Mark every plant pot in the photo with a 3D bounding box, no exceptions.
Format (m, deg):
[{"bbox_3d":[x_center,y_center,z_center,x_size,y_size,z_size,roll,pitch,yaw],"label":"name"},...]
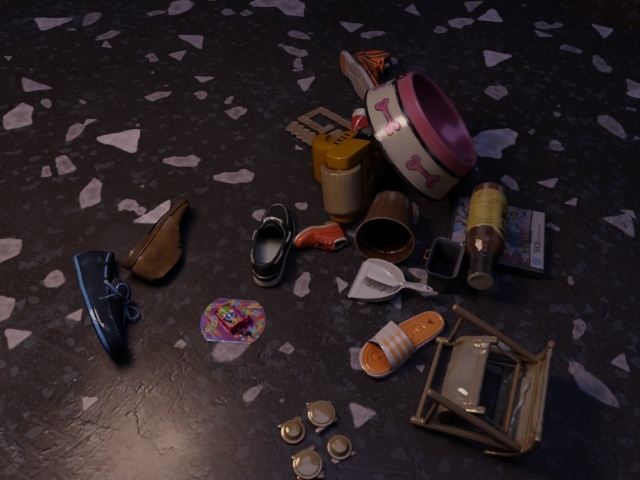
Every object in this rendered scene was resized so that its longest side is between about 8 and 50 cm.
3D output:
[{"bbox_3d":[0.193,-0.048,1.621,0.167,0.167,0.165,11,42,8],"label":"plant pot"}]

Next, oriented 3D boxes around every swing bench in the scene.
[{"bbox_3d":[0.372,0.324,1.288,0.255,0.165,0.253,22,50,10],"label":"swing bench"}]

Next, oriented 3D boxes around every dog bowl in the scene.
[{"bbox_3d":[0.316,-0.327,1.713,0.150,0.408,0.407,-32,39,31],"label":"dog bowl"}]

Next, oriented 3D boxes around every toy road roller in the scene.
[{"bbox_3d":[0.058,-0.217,1.728,0.241,0.202,0.329,12,35,27],"label":"toy road roller"}]

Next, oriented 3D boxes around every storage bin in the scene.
[{"bbox_3d":[0.326,0.072,1.555,0.098,0.091,0.135,17,49,13],"label":"storage bin"}]

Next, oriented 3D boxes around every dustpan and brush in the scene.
[{"bbox_3d":[0.195,0.117,1.530,0.211,0.060,0.147,17,50,14],"label":"dustpan and brush"}]

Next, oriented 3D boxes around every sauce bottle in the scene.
[{"bbox_3d":[0.458,-0.014,1.580,0.112,0.111,0.344,12,51,9],"label":"sauce bottle"}]

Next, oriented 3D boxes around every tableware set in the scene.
[{"bbox_3d":[-0.012,0.440,1.263,0.141,0.020,0.168,-19,53,-16],"label":"tableware set"}]

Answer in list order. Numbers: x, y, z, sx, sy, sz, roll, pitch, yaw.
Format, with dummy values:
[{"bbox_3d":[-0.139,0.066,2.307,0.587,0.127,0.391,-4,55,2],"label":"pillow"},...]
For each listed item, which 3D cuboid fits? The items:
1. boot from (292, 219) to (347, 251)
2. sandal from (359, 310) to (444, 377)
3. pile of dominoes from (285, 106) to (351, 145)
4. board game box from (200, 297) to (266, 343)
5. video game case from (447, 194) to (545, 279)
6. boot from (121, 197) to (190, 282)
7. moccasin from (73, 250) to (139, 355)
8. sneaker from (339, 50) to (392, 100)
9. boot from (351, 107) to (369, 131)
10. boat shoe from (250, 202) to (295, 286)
[{"bbox_3d":[0.000,0.000,1.634,0.158,0.059,0.084,-19,56,-19],"label":"boot"},{"bbox_3d":[0.204,0.235,1.415,0.265,0.076,0.102,-30,55,-25],"label":"sandal"},{"bbox_3d":[0.010,-0.376,2.000,0.196,0.040,0.251,-31,48,-26],"label":"pile of dominoes"},{"bbox_3d":[-0.225,0.197,1.465,0.169,0.033,0.133,5,48,2],"label":"board game box"},{"bbox_3d":[0.518,-0.017,1.678,0.275,0.035,0.248,13,49,10],"label":"video game case"},{"bbox_3d":[-0.435,-0.001,1.616,0.115,0.112,0.305,36,44,-11],"label":"boot"},{"bbox_3d":[-0.539,0.133,1.446,0.117,0.137,0.342,-17,52,-22],"label":"moccasin"},{"bbox_3d":[0.205,-0.648,2.174,0.180,0.124,0.321,-14,50,-12],"label":"sneaker"},{"bbox_3d":[0.210,-0.326,1.927,0.244,0.088,0.176,13,76,-16],"label":"boot"},{"bbox_3d":[-0.132,-0.011,1.613,0.114,0.091,0.302,-1,47,2],"label":"boat shoe"}]
